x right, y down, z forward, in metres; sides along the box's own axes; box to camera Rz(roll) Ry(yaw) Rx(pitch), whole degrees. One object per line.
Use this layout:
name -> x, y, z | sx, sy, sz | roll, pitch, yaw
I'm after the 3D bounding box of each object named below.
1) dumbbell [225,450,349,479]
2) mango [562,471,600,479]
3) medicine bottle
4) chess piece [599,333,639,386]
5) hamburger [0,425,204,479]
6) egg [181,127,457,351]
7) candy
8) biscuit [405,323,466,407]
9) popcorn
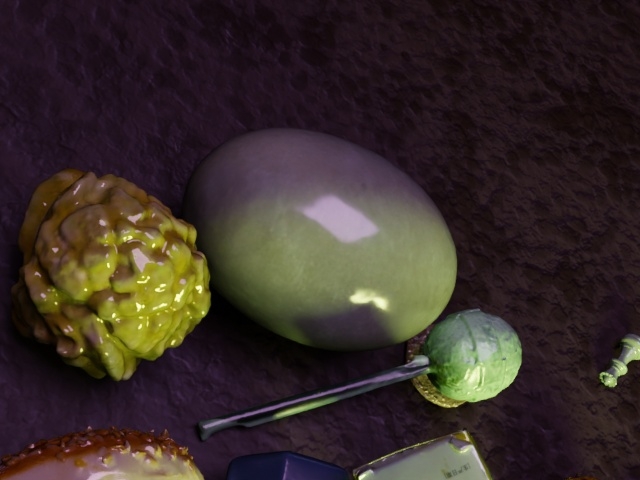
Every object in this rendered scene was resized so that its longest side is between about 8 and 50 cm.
dumbbell -> -0.051, 0.397, 1.271 | 0.160, 0.144, 0.324 | 20, 58, -20
mango -> 0.329, 0.388, 1.517 | 0.115, 0.090, 0.178 | 38, 61, -15
medicine bottle -> 0.136, 0.299, 1.342 | 0.137, 0.250, 0.141 | -26, 77, 2
chess piece -> 0.441, 0.180, 1.713 | 0.042, 0.042, 0.093 | 46, 58, 0
hamburger -> -0.225, 0.314, 1.140 | 0.291, 0.291, 0.225 | -2, 58, -29
egg -> 0.000, 0.000, 1.432 | 0.352, 0.258, 0.258 | 28, 55, -5
candy -> 0.054, 0.178, 1.467 | 0.440, 0.119, 0.119 | -12, 71, -21
biscuit -> 0.166, 0.169, 1.584 | 0.120, 0.015, 0.120 | 12, 61, -23
popcorn -> -0.246, 0.040, 1.317 | 0.259, 0.259, 0.212 | 32, 69, -10
